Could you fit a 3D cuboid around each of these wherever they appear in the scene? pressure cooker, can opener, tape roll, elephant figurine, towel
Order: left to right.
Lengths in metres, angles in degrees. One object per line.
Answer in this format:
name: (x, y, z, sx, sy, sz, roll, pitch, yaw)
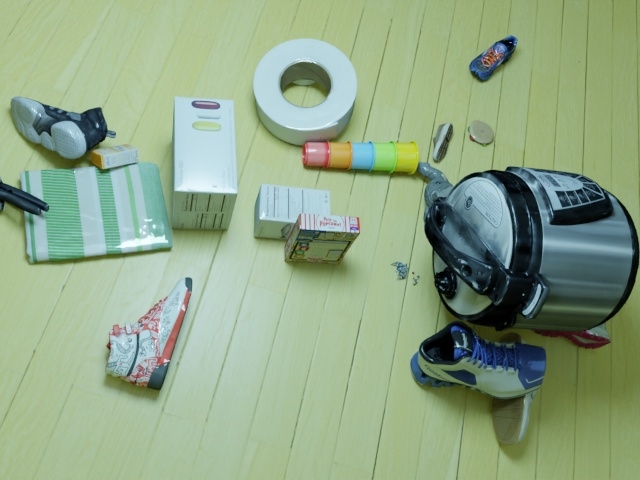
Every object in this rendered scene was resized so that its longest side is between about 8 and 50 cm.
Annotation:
can opener: (-0.707, -0.100, 1.477, 0.186, 0.073, 0.059, 16, 38, 13)
towel: (-0.542, -0.073, 1.547, 0.325, 0.038, 0.247, -7, 68, -19)
tape roll: (-0.041, -0.408, 1.766, 0.287, 0.100, 0.286, 1, 73, -2)
elephant figurine: (0.353, -0.099, 1.753, 0.240, 0.186, 0.169, 18, 105, 5)
pressure cooker: (0.452, 0.028, 1.471, 0.421, 0.370, 0.375, 6, 76, -18)

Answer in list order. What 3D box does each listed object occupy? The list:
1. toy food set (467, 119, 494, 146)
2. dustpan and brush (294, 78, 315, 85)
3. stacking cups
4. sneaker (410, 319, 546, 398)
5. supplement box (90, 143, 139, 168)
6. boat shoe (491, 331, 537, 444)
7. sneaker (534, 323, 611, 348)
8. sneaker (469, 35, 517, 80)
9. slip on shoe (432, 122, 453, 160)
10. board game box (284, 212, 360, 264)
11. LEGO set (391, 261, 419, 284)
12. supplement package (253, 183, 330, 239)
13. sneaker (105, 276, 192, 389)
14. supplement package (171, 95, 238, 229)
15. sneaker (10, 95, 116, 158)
toy food set: (0.490, -0.329, 1.953, 0.083, 0.020, 0.082, 35, 62, 2)
dustpan and brush: (-0.022, -0.489, 1.867, 0.211, 0.060, 0.147, 43, 62, 5)
stacking cups: (0.110, -0.241, 1.767, 0.317, 0.096, 0.095, 3, 65, -14)
sneaker: (0.366, 0.276, 1.486, 0.316, 0.182, 0.127, 1, 59, 9)
supplement box: (-0.511, -0.210, 1.589, 0.098, 0.036, 0.062, -20, 32, -39)
boat shoe: (0.493, 0.371, 1.582, 0.096, 0.098, 0.276, 27, 62, -32)
sneaker: (0.652, 0.200, 1.710, 0.252, 0.103, 0.111, 21, 57, -11)
sneaker: (0.557, -0.596, 2.060, 0.083, 0.087, 0.221, 42, 62, 7)
slip on shoe: (0.352, -0.292, 1.889, 0.041, 0.051, 0.135, 8, 65, 34)
board game box: (0.000, 0.000, 1.568, 0.147, 0.193, 0.045, 4, 64, -14)
LEGO set: (0.225, 0.080, 1.686, 0.083, 0.023, 0.054, 18, 62, -6)
supplement package: (-0.074, -0.068, 1.630, 0.180, 0.105, 0.105, 5, 64, -12)
sneaker: (-0.387, 0.188, 1.433, 0.145, 0.090, 0.270, 18, 65, -9)
supplement package: (-0.290, -0.185, 1.571, 0.145, 0.204, 0.261, 0, 66, -15)
sneaker: (-0.637, -0.292, 1.593, 0.269, 0.101, 0.153, 29, 35, 22)
